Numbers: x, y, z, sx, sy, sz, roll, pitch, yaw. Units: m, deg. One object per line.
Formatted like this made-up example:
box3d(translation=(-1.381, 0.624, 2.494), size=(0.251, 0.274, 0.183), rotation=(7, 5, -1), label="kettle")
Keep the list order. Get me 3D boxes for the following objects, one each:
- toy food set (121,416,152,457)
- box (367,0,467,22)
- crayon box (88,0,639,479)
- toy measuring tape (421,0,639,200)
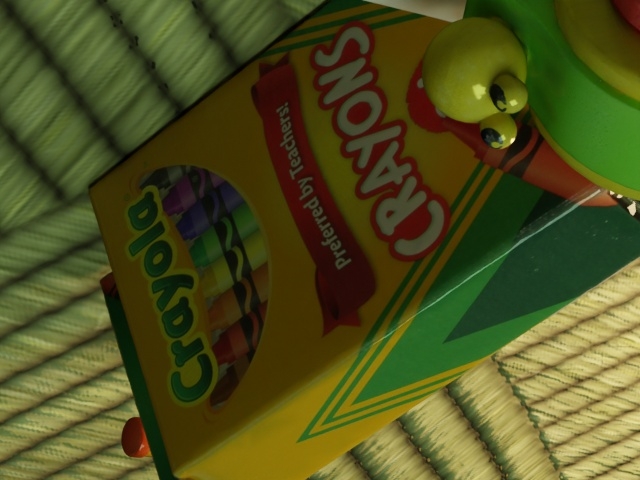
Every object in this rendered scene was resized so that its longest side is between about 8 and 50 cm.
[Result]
box3d(translation=(-0.027, 0.042, 1.084), size=(0.104, 0.111, 0.232), rotation=(10, 136, -38), label="toy food set")
box3d(translation=(0.115, -0.261, 0.713), size=(0.215, 0.168, 0.345), rotation=(9, 135, -36), label="box")
box3d(translation=(0.000, 0.000, 0.965), size=(0.318, 0.202, 0.081), rotation=(-37, 142, 19), label="crayon box")
box3d(translation=(0.200, -0.084, 0.750), size=(0.330, 0.121, 0.121), rotation=(-12, 144, -17), label="toy measuring tape")
